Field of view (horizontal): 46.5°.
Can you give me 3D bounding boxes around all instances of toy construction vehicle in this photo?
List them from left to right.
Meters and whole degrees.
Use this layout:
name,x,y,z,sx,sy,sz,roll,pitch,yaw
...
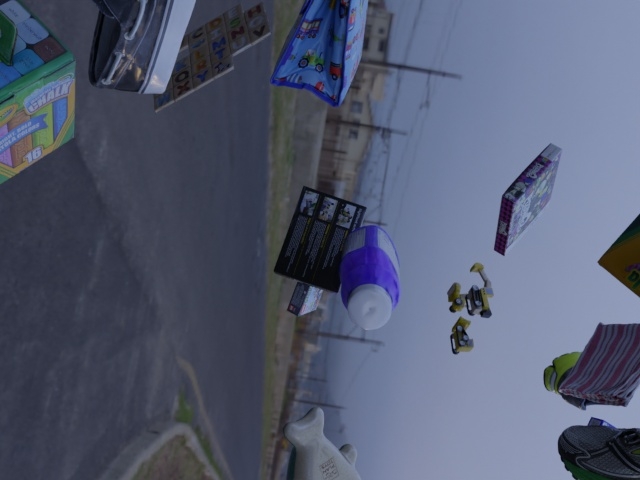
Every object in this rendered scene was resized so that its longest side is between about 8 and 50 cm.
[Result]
name,x,y,z,sx,sy,sz,roll,pitch,yaw
toy construction vehicle,0.199,0.090,0.982,0.086,0.035,0.098,111,-17,-46

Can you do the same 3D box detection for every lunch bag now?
name,x,y,z,sx,sy,sz,roll,pitch,yaw
lunch bag,0.032,-0.421,1.286,0.221,0.138,0.293,-72,-179,-51

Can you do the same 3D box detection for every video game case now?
name,x,y,z,sx,sy,sz,roll,pitch,yaw
video game case,0.517,-0.098,1.867,0.210,0.041,0.232,-44,151,-23

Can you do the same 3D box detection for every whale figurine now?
name,x,y,z,sx,sy,sz,roll,pitch,yaw
whale figurine,-0.019,0.497,1.617,0.141,0.216,0.272,-3,-72,54

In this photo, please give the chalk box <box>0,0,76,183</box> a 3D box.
name,x,y,z,sx,sy,sz,roll,pitch,yaw
chalk box,-0.498,-0.247,1.131,0.179,0.180,0.289,-42,173,-30

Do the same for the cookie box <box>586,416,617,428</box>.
name,x,y,z,sx,sy,sz,roll,pitch,yaw
cookie box,0.533,0.394,1.380,0.092,0.107,0.040,-59,-167,-9

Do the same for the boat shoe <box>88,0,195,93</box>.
name,x,y,z,sx,sy,sz,roll,pitch,yaw
boat shoe,-0.201,-0.277,0.809,0.301,0.102,0.108,-55,-133,51

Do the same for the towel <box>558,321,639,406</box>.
name,x,y,z,sx,sy,sz,roll,pitch,yaw
towel,0.460,0.189,1.185,0.144,0.029,0.197,-54,-175,-11

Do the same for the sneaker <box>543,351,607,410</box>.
name,x,y,z,sx,sy,sz,roll,pitch,yaw
sneaker,0.618,0.277,1.523,0.121,0.299,0.111,-117,-169,-61

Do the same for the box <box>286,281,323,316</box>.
name,x,y,z,sx,sy,sz,roll,pitch,yaw
box,-0.013,0.084,1.877,0.114,0.036,0.207,-13,126,-66

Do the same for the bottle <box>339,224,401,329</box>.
name,x,y,z,sx,sy,sz,roll,pitch,yaw
bottle,0.082,0.062,1.228,0.283,0.092,0.118,-76,144,-72

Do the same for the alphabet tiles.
name,x,y,z,sx,sy,sz,roll,pitch,yaw
alphabet tiles,-0.197,-0.337,1.320,0.009,0.237,0.198,53,15,-41

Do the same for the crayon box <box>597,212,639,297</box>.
name,x,y,z,sx,sy,sz,roll,pitch,yaw
crayon box,0.584,0.052,1.164,0.165,0.081,0.278,-52,-153,12

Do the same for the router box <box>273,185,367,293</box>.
name,x,y,z,sx,sy,sz,roll,pitch,yaw
router box,0.000,0.000,1.444,0.046,0.133,0.179,85,24,-83

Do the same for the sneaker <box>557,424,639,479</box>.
name,x,y,z,sx,sy,sz,roll,pitch,yaw
sneaker,0.488,0.272,1.013,0.134,0.343,0.146,-31,104,-47
